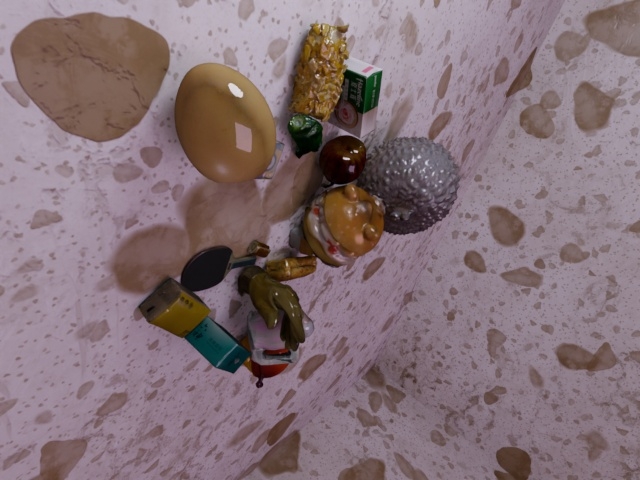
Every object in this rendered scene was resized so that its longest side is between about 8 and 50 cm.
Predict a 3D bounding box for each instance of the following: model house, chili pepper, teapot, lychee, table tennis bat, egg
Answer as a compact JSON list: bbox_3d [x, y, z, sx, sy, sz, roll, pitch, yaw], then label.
[{"bbox_3d":[-0.042,-0.004,1.492,0.100,0.100,0.088,-36,147,-36],"label":"model house"},{"bbox_3d":[-0.035,-0.287,1.176,0.098,0.061,0.224,-28,167,1],"label":"chili pepper"},{"bbox_3d":[-0.170,0.319,1.451,0.178,0.163,0.221,-12,132,-11],"label":"teapot"},{"bbox_3d":[0.332,-0.211,1.574,0.380,0.380,0.432,95,15,-45],"label":"lychee"},{"bbox_3d":[-0.299,0.079,1.253,0.274,0.021,0.154,-11,131,-52],"label":"table tennis bat"},{"bbox_3d":[-0.198,-0.241,0.857,0.201,0.201,0.244,-44,143,-23],"label":"egg"}]

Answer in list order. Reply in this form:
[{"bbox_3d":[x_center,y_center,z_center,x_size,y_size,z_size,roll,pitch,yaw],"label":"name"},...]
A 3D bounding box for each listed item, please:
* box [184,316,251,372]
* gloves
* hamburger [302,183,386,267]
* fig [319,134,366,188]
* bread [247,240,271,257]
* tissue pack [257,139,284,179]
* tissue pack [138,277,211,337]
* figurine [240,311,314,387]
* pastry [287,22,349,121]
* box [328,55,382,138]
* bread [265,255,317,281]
[{"bbox_3d":[-0.318,0.328,1.305,0.092,0.153,0.245,-47,165,-16],"label":"box"},{"bbox_3d":[-0.138,0.200,1.310,0.141,0.331,0.154,-40,144,-14],"label":"gloves"},{"bbox_3d":[0.095,-0.067,1.403,0.276,0.276,0.237,-26,175,-44],"label":"hamburger"},{"bbox_3d":[0.067,-0.239,1.350,0.149,0.148,0.202,-46,150,-63],"label":"fig"},{"bbox_3d":[-0.197,0.030,1.347,0.047,0.036,0.083,-56,151,4],"label":"bread"},{"bbox_3d":[-0.171,-0.216,1.085,0.148,0.060,0.109,-10,128,-56],"label":"tissue pack"},{"bbox_3d":[-0.396,0.191,1.142,0.120,0.082,0.169,-44,151,-10],"label":"tissue pack"},{"bbox_3d":[-0.179,0.398,1.612,0.323,0.196,0.320,-44,146,-22],"label":"figurine"},{"bbox_3d":[0.008,-0.438,1.078,0.154,0.102,0.250,-9,131,-41],"label":"pastry"},{"bbox_3d":[0.098,-0.419,1.218,0.081,0.135,0.199,-39,148,-29],"label":"box"},{"bbox_3d":[-0.101,0.100,1.499,0.211,0.114,0.083,-7,85,-57],"label":"bread"}]
